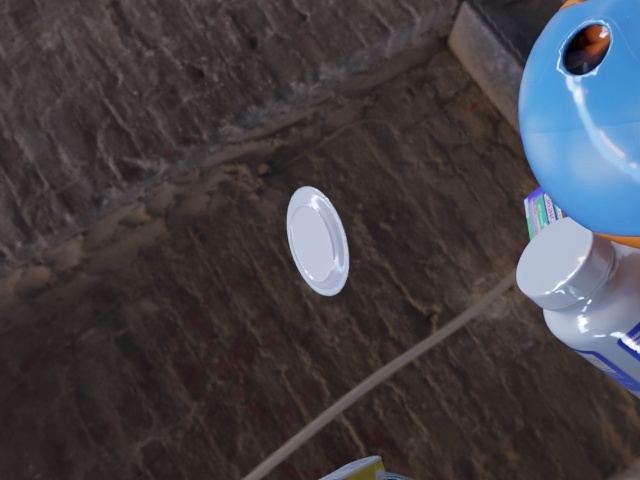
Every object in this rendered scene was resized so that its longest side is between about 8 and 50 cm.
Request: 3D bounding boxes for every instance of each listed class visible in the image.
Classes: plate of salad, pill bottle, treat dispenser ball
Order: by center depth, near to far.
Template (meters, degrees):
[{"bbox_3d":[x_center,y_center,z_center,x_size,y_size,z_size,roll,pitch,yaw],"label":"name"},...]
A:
[{"bbox_3d":[0.342,-0.132,0.695,0.288,0.288,0.288,57,172,13],"label":"treat dispenser ball"},{"bbox_3d":[0.375,0.088,0.875,0.272,0.152,0.152,35,180,-20],"label":"pill bottle"},{"bbox_3d":[0.000,0.000,1.270,0.200,0.048,0.200,30,128,49],"label":"plate of salad"}]

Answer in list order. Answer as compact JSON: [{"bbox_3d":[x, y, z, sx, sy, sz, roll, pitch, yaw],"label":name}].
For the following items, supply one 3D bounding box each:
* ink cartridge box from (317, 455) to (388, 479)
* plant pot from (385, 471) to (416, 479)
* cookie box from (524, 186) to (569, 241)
[{"bbox_3d":[0.052,0.394,0.721,0.307,0.072,0.303,69,-168,15],"label":"ink cartridge box"},{"bbox_3d":[0.076,0.480,1.071,0.293,0.293,0.196,58,174,2],"label":"plant pot"},{"bbox_3d":[0.333,-0.034,1.009,0.107,0.040,0.092,116,151,-72],"label":"cookie box"}]
